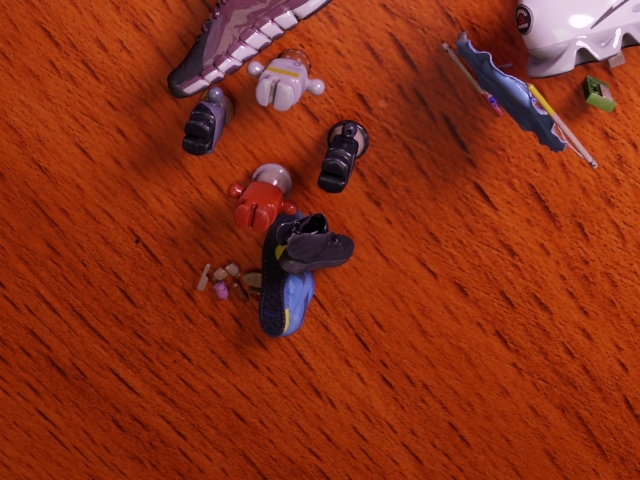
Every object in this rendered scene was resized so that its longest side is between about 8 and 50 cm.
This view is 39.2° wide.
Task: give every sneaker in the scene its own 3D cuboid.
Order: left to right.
[{"bbox_3d":[-0.116,-0.315,1.145,0.281,0.106,0.162,-33,107,15],"label":"sneaker"},{"bbox_3d":[-0.044,0.048,1.392,0.069,0.082,0.209,21,112,34],"label":"sneaker"},{"bbox_3d":[-0.002,-0.002,1.296,0.051,0.170,0.089,47,131,28],"label":"sneaker"},{"bbox_3d":[0.363,-0.299,1.009,0.330,0.122,0.146,-22,102,-21],"label":"sneaker"}]

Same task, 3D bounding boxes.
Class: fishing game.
[{"bbox_3d":[0.234,-0.183,1.089,0.041,0.264,0.189,-44,112,5],"label":"fishing game"}]

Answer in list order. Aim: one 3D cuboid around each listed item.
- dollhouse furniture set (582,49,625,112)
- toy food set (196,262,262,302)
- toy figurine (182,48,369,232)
[{"bbox_3d":[0.384,-0.243,1.135,0.076,0.058,0.152,23,123,-8],"label":"dollhouse furniture set"},{"bbox_3d":[-0.131,0.070,1.438,0.122,0.019,0.078,17,124,-13],"label":"toy food set"},{"bbox_3d":[-0.060,-0.141,1.221,0.213,0.148,0.209,-28,109,26],"label":"toy figurine"}]
